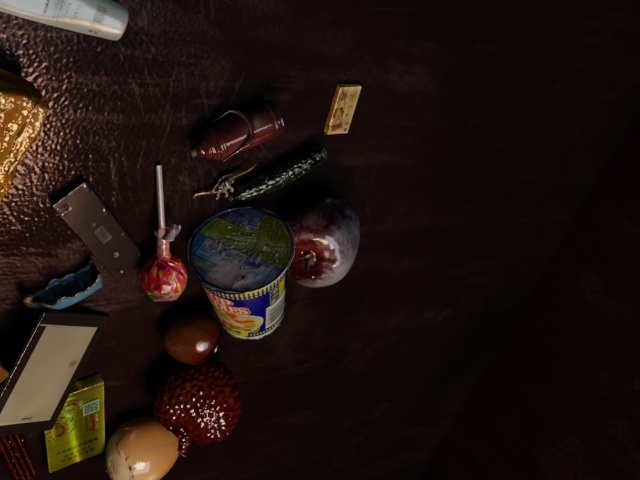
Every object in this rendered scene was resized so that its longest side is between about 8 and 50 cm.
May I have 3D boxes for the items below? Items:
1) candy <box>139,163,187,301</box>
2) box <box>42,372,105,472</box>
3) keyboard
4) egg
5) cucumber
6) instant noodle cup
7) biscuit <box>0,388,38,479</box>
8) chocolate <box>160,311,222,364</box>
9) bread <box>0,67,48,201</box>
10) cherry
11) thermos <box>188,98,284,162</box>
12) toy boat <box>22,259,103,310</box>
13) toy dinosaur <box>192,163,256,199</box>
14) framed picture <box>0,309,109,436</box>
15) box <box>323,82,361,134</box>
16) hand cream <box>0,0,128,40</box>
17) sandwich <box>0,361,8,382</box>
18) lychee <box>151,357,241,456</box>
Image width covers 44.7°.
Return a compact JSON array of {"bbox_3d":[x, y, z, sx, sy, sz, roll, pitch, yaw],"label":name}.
[{"bbox_3d":[-0.391,-0.016,1.914,0.124,0.124,0.365,-15,120,-33],"label":"candy"},{"bbox_3d":[-0.694,0.516,2.187,0.173,0.043,0.311,-18,136,-31],"label":"box"},{"bbox_3d":[-0.525,-0.017,1.847,0.106,0.027,0.317,-39,143,-13],"label":"keyboard"},{"bbox_3d":[-0.525,0.624,2.318,0.244,0.201,0.201,-22,138,-40],"label":"egg"},{"bbox_3d":[-0.115,-0.170,2.055,0.293,0.067,0.067,-31,141,-16],"label":"cucumber"},{"bbox_3d":[-0.199,0.109,2.103,0.284,0.284,0.312,-30,148,-19],"label":"instant noodle cup"},{"bbox_3d":[-0.814,0.482,1.988,0.073,0.107,0.388,-27,140,-27],"label":"biscuit"},{"bbox_3d":[-0.363,0.267,2.177,0.177,0.177,0.177,-25,139,-24],"label":"chocolate"},{"bbox_3d":[-0.653,-0.187,1.477,0.167,0.132,0.294,13,114,-49],"label":"bread"},{"bbox_3d":[0.000,0.000,2.172,0.296,0.218,0.255,-49,133,-49],"label":"cherry"},{"bbox_3d":[-0.210,-0.251,1.867,0.232,0.099,0.124,-28,179,-19],"label":"thermos"},{"bbox_3d":[-0.611,0.110,1.847,0.185,0.075,0.077,-28,143,-13],"label":"toy boat"},{"bbox_3d":[-0.240,-0.142,1.985,0.180,0.037,0.058,-35,147,-11],"label":"toy dinosaur"},{"bbox_3d":[-0.678,0.330,1.927,0.347,0.016,0.265,-63,159,3],"label":"framed picture"},{"bbox_3d":[0.058,-0.349,2.078,0.073,0.020,0.149,-12,133,-36],"label":"box"},{"bbox_3d":[-0.504,-0.447,1.437,0.321,0.067,0.109,9,120,-42],"label":"hand cream"},{"bbox_3d":[-0.828,0.249,1.740,0.128,0.122,0.235,-36,142,-8],"label":"sandwich"},{"bbox_3d":[-0.360,0.472,2.256,0.264,0.264,0.300,60,35,-52],"label":"lychee"}]
